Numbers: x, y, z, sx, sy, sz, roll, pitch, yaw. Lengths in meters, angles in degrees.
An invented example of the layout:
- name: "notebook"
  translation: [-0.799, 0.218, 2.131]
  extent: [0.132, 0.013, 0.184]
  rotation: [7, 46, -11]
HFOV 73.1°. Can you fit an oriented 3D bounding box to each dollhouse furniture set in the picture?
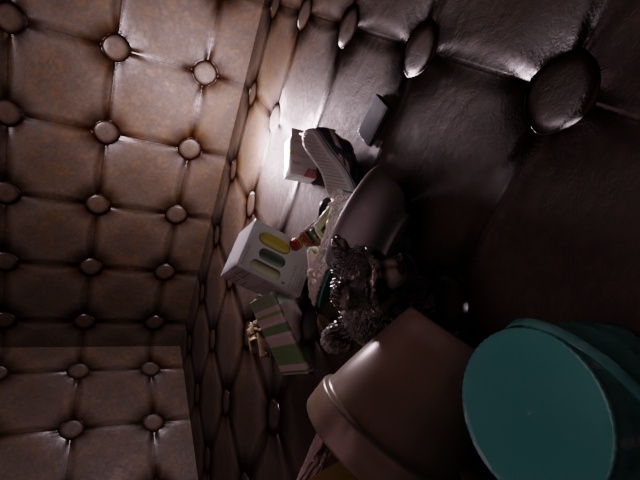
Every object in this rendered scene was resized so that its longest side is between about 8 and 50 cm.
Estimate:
- name: "dollhouse furniture set"
  translation: [-0.239, 0.419, 1.851]
  extent: [0.151, 0.144, 0.123]
  rotation: [-35, 57, 37]

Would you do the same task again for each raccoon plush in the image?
- name: "raccoon plush"
  translation: [0.059, 0.176, 1.030]
  extent: [0.446, 0.299, 0.216]
  rotation: [-49, 40, 30]

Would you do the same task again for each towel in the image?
- name: "towel"
  translation: [0.011, 0.569, 1.246]
  extent: [0.187, 0.049, 0.282]
  rotation: [-65, -7, 30]
- name: "towel"
  translation: [-0.154, 0.359, 1.643]
  extent: [0.248, 0.038, 0.325]
  rotation: [-31, 84, 57]

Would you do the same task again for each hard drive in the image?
- name: "hard drive"
  translation: [0.167, -0.376, 1.353]
  extent: [0.135, 0.022, 0.094]
  rotation: [-63, 34, 34]

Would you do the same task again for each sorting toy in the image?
- name: "sorting toy"
  translation: [0.000, 0.000, 1.472]
  extent: [0.274, 0.046, 0.132]
  rotation: [-37, 88, 41]

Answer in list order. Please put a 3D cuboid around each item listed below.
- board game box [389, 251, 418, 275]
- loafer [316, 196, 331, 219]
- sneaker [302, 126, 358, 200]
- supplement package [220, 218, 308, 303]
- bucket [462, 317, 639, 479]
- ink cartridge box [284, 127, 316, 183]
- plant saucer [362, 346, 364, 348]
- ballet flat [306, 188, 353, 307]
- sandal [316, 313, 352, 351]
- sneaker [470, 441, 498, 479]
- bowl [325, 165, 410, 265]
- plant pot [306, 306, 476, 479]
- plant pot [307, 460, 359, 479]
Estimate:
- name: "board game box"
  translation: [0.209, 0.108, 1.156]
  extent: [0.168, 0.033, 0.133]
  rotation: [-25, 60, 51]
- name: "loafer"
  translation: [0.017, -0.049, 1.527]
  extent: [0.078, 0.076, 0.223]
  rotation: [-53, -22, -60]
- name: "sneaker"
  translation: [0.068, -0.240, 1.425]
  extent: [0.126, 0.127, 0.321]
  rotation: [-36, 78, 55]
- name: "supplement package"
  translation: [-0.198, 0.087, 1.633]
  extent: [0.198, 0.262, 0.199]
  rotation: [-29, 37, 57]
- name: "bucket"
  translation: [0.368, 0.251, 0.652]
  extent: [0.281, 0.183, 0.282]
  rotation: [-20, 67, 58]
- name: "ink cartridge box"
  translation: [-0.080, -0.336, 1.717]
  extent: [0.067, 0.115, 0.198]
  rotation: [-24, 62, 59]
- name: "plant saucer"
  translation: [0.196, 0.297, 1.122]
  extent: [0.188, 0.045, 0.188]
  rotation: [-65, 32, 31]
- name: "ballet flat"
  translation: [0.032, 0.018, 1.375]
  extent: [0.147, 0.146, 0.409]
  rotation: [55, 130, 52]
- name: "sandal"
  translation: [0.048, 0.302, 1.410]
  extent: [0.180, 0.049, 0.072]
  rotation: [28, 115, 45]
- name: "sneaker"
  translation: [0.348, 0.430, 0.766]
  extent: [0.234, 0.078, 0.106]
  rotation: [14, 94, 60]
- name: "bowl"
  translation: [0.143, -0.034, 1.134]
  extent: [0.134, 0.298, 0.298]
  rotation: [30, 118, 15]
- name: "plant pot"
  translation: [0.179, 0.296, 0.845]
  extent: [0.280, 0.323, 0.323]
  rotation: [-57, 30, -1]
- name: "plant pot"
  translation: [0.050, 0.692, 1.092]
  extent: [0.212, 0.187, 0.212]
  rotation: [-66, 34, 31]
